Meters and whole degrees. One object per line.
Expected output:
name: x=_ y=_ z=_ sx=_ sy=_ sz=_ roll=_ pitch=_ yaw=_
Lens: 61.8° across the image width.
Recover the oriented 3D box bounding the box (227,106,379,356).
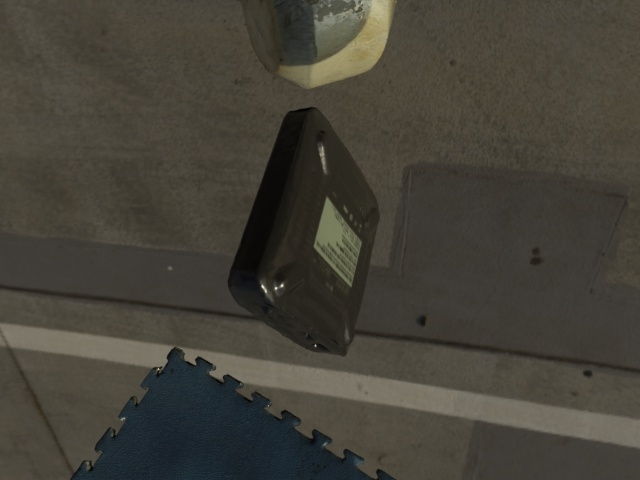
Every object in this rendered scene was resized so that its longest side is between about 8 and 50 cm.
box: x=0.000 y=0.000 z=0.762 sx=0.073 sy=0.288 sz=0.290 roll=3 pitch=154 yaw=29

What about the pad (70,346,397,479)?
pad: x=-0.045 y=0.219 z=0.241 sx=0.269 sy=0.269 sz=0.012 roll=29 pitch=157 yaw=17

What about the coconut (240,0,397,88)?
coconut: x=0.007 y=-0.394 z=0.893 sx=0.247 sy=0.245 sz=0.244 roll=-24 pitch=122 yaw=-17
